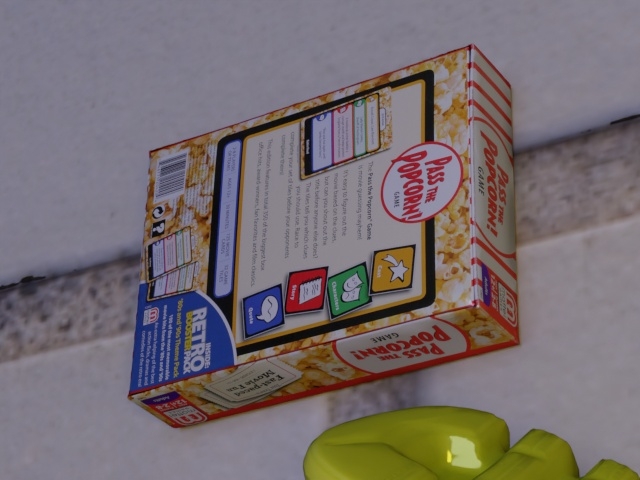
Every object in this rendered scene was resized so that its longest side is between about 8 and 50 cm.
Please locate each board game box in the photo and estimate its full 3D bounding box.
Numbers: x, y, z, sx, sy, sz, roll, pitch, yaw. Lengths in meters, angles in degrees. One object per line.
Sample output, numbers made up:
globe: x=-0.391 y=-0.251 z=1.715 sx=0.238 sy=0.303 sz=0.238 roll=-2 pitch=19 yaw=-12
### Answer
board game box: x=0.000 y=0.000 z=0.935 sx=0.193 sy=0.045 sz=0.146 roll=-16 pitch=55 yaw=28

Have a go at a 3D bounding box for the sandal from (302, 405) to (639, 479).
sandal: x=0.134 y=0.166 z=0.710 sx=0.317 sy=0.126 sz=0.138 roll=17 pitch=112 yaw=34
